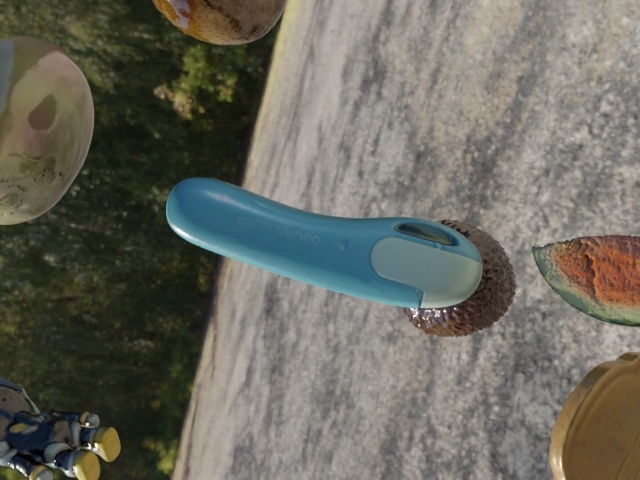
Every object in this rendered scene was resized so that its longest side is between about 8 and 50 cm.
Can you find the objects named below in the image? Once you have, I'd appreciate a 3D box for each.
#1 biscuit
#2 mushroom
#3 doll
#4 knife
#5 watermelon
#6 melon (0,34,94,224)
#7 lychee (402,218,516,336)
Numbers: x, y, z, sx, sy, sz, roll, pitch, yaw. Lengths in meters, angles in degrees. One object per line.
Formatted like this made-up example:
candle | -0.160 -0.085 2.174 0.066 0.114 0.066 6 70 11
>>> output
biscuit | 0.553 0.360 1.387 0.057 0.351 0.311 16 81 58
mushroom | -0.141 -0.378 1.008 0.253 0.154 0.253 15 -108 -57
doll | -0.429 0.252 1.054 0.103 0.317 0.145 80 -154 -50
knife | 0.000 0.000 0.529 0.031 0.222 0.064 76 -151 -75
watermelon | 0.395 0.051 0.976 0.063 0.245 0.119 -10 -80 -65
melon | -0.454 -0.164 1.140 0.223 0.223 0.316 114 166 -47
lychee | 0.214 0.059 1.206 0.194 0.195 0.194 -168 90 -79
